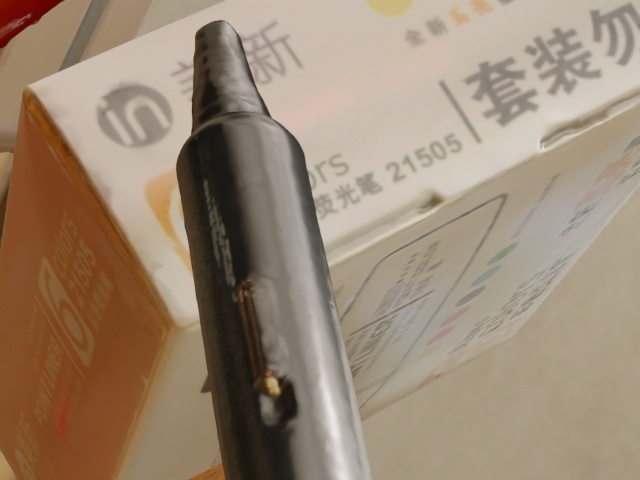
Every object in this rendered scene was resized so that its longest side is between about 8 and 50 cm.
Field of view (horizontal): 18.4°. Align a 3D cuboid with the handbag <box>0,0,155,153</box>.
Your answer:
[{"bbox_3d":[-0.194,-0.208,1.411,0.149,0.302,0.283,25,3,17],"label":"handbag"}]

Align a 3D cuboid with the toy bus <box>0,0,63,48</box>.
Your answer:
[{"bbox_3d":[-0.083,-0.077,0.379,0.089,0.081,0.195,54,-7,-12],"label":"toy bus"}]

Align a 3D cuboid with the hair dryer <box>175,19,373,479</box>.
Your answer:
[{"bbox_3d":[0.011,0.026,0.408,0.173,0.195,0.050,-3,-35,10],"label":"hair dryer"}]

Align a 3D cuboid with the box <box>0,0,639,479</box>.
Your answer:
[{"bbox_3d":[0.000,0.000,0.675,0.091,0.220,0.274,58,-21,14],"label":"box"}]
